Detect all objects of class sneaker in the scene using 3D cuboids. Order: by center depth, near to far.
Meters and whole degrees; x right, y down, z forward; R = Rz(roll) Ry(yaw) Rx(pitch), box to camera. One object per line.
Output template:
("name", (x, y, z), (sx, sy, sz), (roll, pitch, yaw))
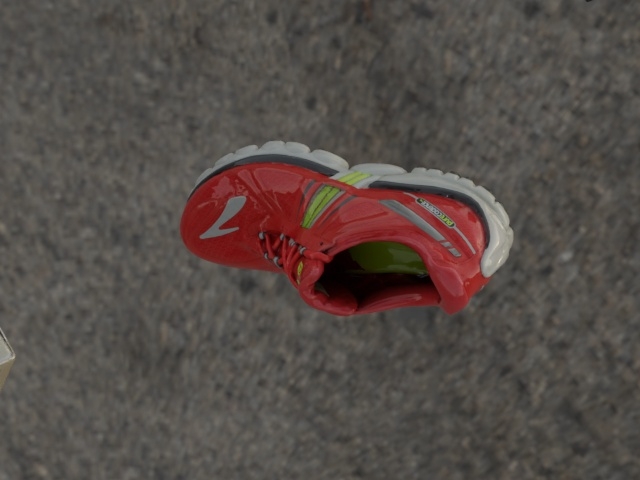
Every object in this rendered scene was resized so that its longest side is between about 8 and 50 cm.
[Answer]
("sneaker", (0.000, 0.000, 1.063), (0.279, 0.107, 0.118), (3, 39, 31))

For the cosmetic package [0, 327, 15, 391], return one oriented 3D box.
("cosmetic package", (-0.379, 0.151, 1.224), (0.160, 0.309, 0.113), (-25, 72, -33))
